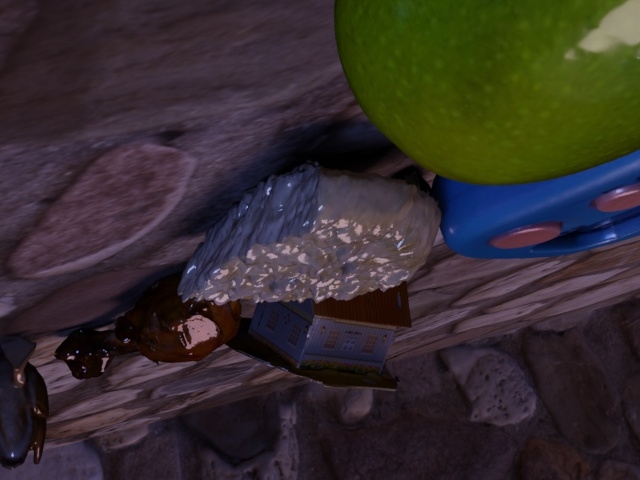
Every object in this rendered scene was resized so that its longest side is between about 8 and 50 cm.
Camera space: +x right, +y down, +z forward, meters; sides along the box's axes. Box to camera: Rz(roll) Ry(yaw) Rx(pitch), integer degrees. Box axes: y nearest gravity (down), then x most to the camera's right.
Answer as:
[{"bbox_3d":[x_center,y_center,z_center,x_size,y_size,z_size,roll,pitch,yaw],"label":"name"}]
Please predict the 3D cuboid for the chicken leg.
[{"bbox_3d":[-0.186,0.099,1.354,0.113,0.093,0.304,-22,179,-42],"label":"chicken leg"}]

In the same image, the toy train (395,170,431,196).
[{"bbox_3d":[0.086,-0.026,1.219,0.047,0.043,0.207,-13,169,1],"label":"toy train"}]

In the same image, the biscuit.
[{"bbox_3d":[0.000,0.000,1.043,0.179,0.084,0.281,8,163,-29],"label":"biscuit"}]

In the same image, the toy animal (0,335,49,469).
[{"bbox_3d":[-0.337,0.203,1.390,0.089,0.188,0.179,-11,134,-4],"label":"toy animal"}]

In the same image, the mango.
[{"bbox_3d":[0.121,-0.126,0.495,0.192,0.156,0.343,-20,168,-28],"label":"mango"}]

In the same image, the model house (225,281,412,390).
[{"bbox_3d":[-0.011,0.067,1.411,0.219,0.136,0.207,12,-168,-40],"label":"model house"}]

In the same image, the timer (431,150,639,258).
[{"bbox_3d":[0.275,-0.078,1.050,0.340,0.115,0.309,-25,164,37],"label":"timer"}]
